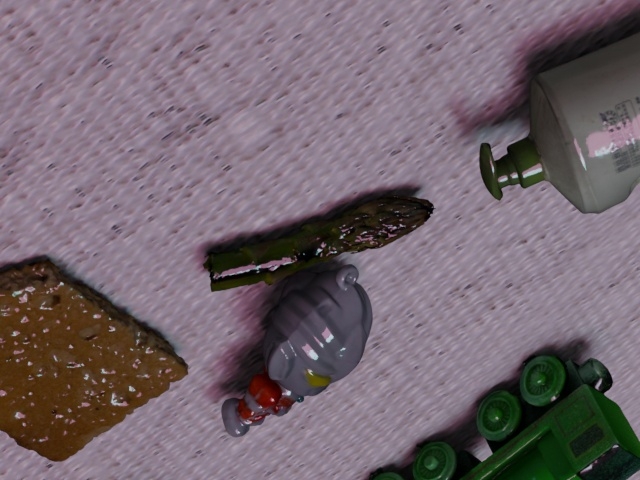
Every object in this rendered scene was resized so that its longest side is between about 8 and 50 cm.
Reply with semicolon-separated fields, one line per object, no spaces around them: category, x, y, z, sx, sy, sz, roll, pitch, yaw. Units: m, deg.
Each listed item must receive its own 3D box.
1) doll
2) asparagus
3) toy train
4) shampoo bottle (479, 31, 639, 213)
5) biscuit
doll;-0.015;0.080;1.214;0.094;0.079;0.180;-21;155;-47
asparagus;0.000;0.000;1.164;0.165;0.030;0.036;-19;111;-4
toy train;0.143;0.196;1.363;0.251;0.119;0.085;-41;136;17
shampoo bottle;0.216;-0.086;1.128;0.234;0.087;0.118;-23;137;1
biscuit;-0.207;0.070;1.147;0.131;0.026;0.237;-37;136;12
